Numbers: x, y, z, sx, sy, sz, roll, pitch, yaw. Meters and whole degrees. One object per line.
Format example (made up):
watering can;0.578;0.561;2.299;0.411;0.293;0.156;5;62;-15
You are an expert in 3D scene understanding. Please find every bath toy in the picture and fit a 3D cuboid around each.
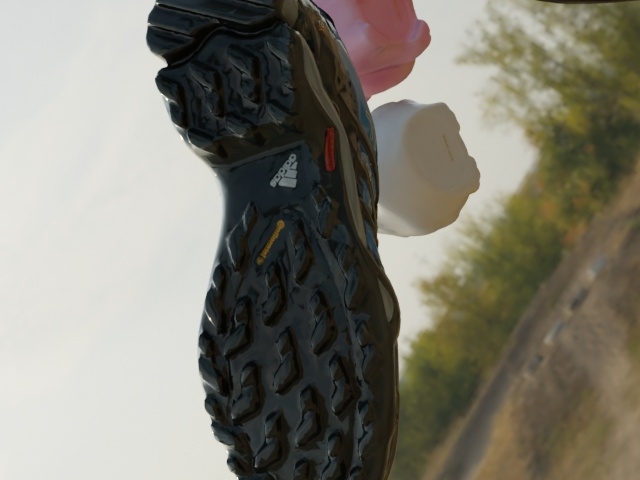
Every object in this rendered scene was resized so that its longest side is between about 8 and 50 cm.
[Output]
bath toy;0.016;-0.161;1.049;0.151;0.348;0.129;-5;-15;-45

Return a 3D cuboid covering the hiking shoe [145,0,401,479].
hiking shoe;0.000;0.000;0.775;0.132;0.113;0.304;-8;-90;-64

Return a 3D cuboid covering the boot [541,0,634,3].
boot;0.179;-0.202;0.666;0.229;0.263;0.091;-87;0;-46
